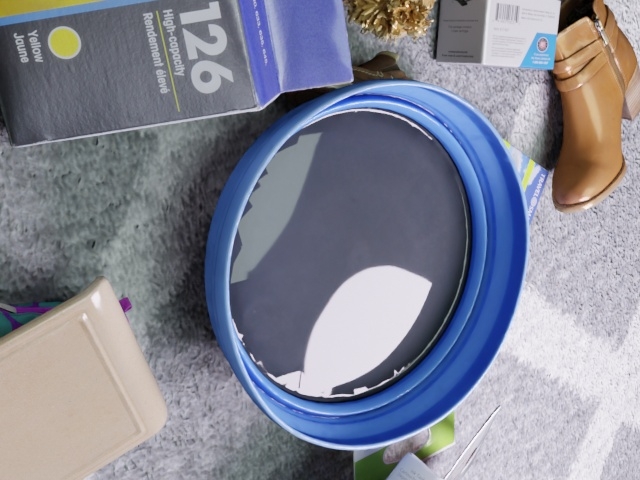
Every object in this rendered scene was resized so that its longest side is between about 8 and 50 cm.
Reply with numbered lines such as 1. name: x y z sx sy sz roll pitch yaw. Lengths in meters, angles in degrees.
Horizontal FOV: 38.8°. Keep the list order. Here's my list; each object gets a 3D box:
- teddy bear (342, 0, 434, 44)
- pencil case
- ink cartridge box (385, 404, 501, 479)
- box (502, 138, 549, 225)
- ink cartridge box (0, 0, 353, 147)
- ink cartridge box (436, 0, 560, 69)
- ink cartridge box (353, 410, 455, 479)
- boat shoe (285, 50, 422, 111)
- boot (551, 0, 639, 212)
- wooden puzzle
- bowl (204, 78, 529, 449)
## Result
1. teddy bear: 0.134 -0.341 0.968 0.338 0.245 0.113 -27 137 -1
2. pencil case: -0.256 0.084 0.848 0.151 0.064 0.070 1 125 -42
3. ink cartridge box: 0.118 0.324 1.145 0.239 0.060 0.275 -48 161 -22
4. box: 0.251 -0.074 1.264 0.178 0.042 0.109 25 84 -41
5. ink cartridge box: -0.143 -0.247 0.753 0.307 0.072 0.304 -9 111 3
6. ink cartridge box: 0.232 -0.324 1.155 0.148 0.086 0.203 -5 103 -39
7. ink cartridge box: 0.074 0.161 1.134 0.188 0.097 0.255 -18 113 -37
8. boat shoe: 0.059 -0.173 1.053 0.257 0.095 0.095 17 73 -46
9. boot: 0.372 -0.202 1.288 0.283 0.109 0.220 -55 130 -21
10. wooden puzzle: -0.266 0.161 0.827 0.238 0.044 0.221 -34 140 -21
11. bowl: 0.056 0.025 0.968 0.391 0.077 0.391 -8 104 -31
